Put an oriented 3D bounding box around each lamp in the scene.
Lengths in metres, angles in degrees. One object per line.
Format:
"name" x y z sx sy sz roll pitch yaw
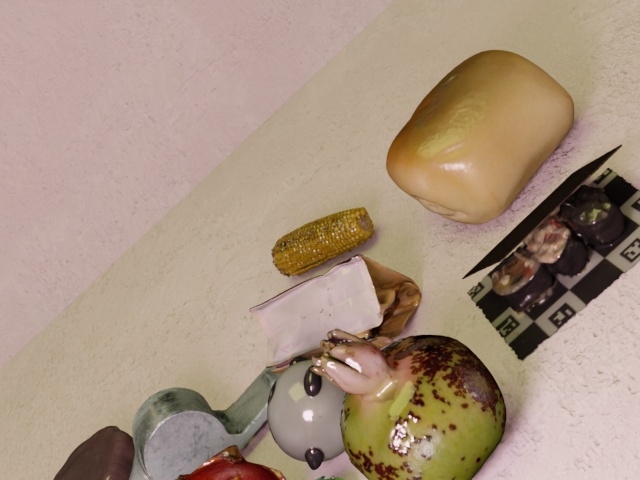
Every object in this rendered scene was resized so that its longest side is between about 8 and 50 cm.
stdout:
"lamp" -0.015 0.320 2.037 0.197 0.198 0.244 -44 7 2

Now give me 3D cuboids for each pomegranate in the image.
"pomegranate" 0.128 0.256 1.717 0.285 0.340 0.285 -39 23 21

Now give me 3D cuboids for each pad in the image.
"pad" 0.407 -0.049 1.963 0.330 0.004 0.220 -42 -1 -15

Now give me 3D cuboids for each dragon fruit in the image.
"dragon fruit" -0.161 0.502 1.902 0.250 0.250 0.315 -60 -10 -30

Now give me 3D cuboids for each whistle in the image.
"whistle" -0.231 0.408 2.280 0.404 0.188 0.168 -16 15 -15

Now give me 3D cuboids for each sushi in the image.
"sushi" 0.425 0.004 1.939 0.373 0.100 0.296 -42 25 7

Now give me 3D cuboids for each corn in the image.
"corn" 0.000 0.000 2.586 0.317 0.115 0.115 -24 31 37

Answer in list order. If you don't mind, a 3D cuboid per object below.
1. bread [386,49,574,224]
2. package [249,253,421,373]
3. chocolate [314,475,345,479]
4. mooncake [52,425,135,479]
"bread" 0.328 -0.223 2.262 0.376 0.253 0.348 -49 29 -5
"package" 0.034 0.184 2.193 0.311 0.221 0.165 -25 56 31
"chocolate" 0.022 0.530 1.752 0.110 0.110 0.291 -37 29 16
"mooncake" -0.501 0.581 2.397 0.306 0.154 0.306 -34 26 19
